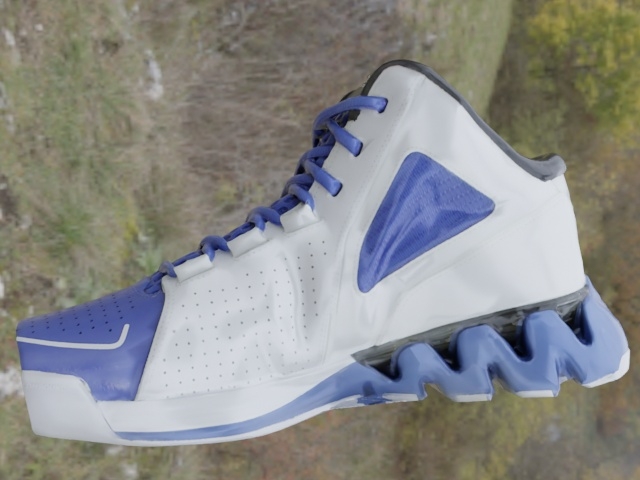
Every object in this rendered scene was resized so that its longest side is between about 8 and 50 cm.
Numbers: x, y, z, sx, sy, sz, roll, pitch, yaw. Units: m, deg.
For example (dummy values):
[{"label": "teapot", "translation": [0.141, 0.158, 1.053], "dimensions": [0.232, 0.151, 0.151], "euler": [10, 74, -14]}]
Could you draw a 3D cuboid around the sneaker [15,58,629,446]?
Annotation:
[{"label": "sneaker", "translation": [0.001, 0.000, 0.533], "dimensions": [0.127, 0.316, 0.182], "euler": [171, -88, -80]}]
